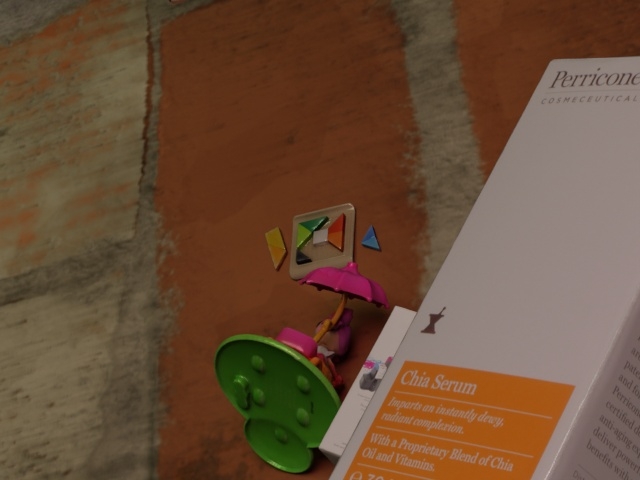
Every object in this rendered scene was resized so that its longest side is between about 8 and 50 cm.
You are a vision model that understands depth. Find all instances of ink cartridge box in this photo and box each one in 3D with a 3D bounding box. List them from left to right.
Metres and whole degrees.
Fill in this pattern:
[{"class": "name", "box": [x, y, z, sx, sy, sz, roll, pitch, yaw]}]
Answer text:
[{"class": "ink cartridge box", "box": [0.083, 0.131, 1.516, 0.061, 0.104, 0.181, 16, 67, 35]}]

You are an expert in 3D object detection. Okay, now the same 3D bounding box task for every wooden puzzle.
[{"class": "wooden puzzle", "box": [0.000, 0.000, 1.714, 0.116, 0.014, 0.079, -19, 51, 16]}]

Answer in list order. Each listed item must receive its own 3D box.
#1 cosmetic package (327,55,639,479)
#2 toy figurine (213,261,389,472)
[{"class": "cosmetic package", "box": [0.212, 0.075, 1.410, 0.230, 0.161, 0.453, 3, 58, 51]}, {"class": "toy figurine", "box": [0.001, 0.099, 1.581, 0.130, 0.173, 0.159, 22, 49, 20]}]
